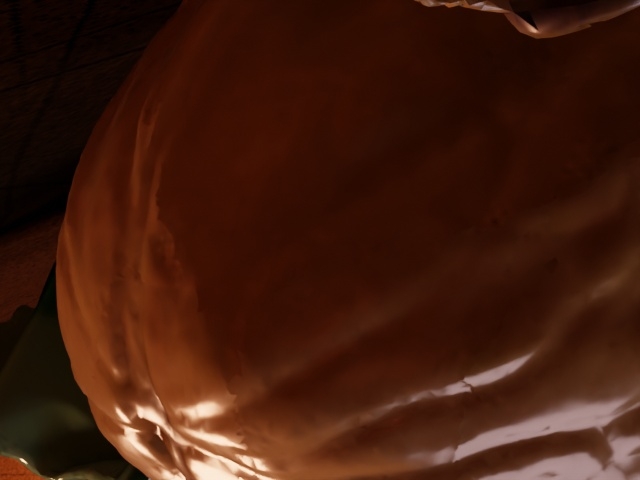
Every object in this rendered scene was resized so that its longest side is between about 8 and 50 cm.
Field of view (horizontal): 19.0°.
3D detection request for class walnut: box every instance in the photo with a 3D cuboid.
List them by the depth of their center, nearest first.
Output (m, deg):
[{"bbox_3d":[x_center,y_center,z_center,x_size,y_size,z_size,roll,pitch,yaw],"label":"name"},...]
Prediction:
[{"bbox_3d":[0.054,-0.008,0.556,0.261,0.225,0.225,-28,179,-25],"label":"walnut"}]

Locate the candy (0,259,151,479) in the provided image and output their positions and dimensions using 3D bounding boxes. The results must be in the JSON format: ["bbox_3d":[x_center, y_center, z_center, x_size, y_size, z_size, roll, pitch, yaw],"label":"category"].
[{"bbox_3d":[-0.002,-0.006,0.891,0.263,0.172,0.398,-15,160,-39],"label":"candy"}]

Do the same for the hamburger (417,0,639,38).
[{"bbox_3d":[0.053,-0.093,0.281,0.176,0.087,0.102,-18,170,37],"label":"hamburger"}]
